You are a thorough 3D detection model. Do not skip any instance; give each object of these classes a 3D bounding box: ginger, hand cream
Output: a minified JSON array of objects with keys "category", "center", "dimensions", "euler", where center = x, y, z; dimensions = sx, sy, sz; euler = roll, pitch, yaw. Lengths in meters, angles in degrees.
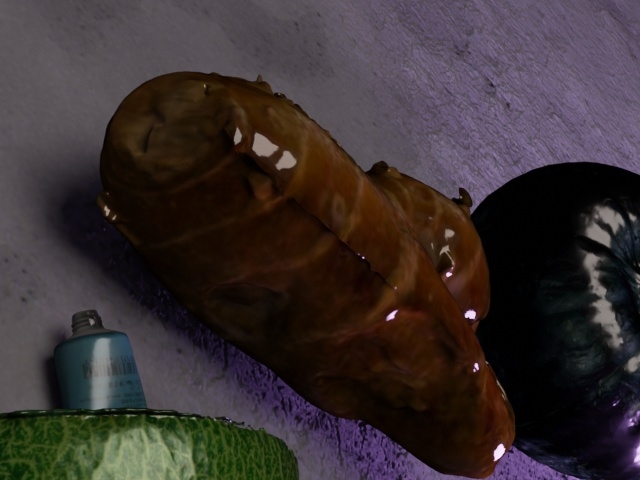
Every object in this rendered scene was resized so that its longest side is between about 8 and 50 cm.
[{"category":"ginger","center":[0.000,0.000,0.935],"dimensions":[0.418,0.176,0.254],"euler":[38,30,-30]},{"category":"hand cream","center":[-0.126,0.153,0.771],"dimensions":[0.083,0.048,0.224],"euler":[2,67,-51]}]

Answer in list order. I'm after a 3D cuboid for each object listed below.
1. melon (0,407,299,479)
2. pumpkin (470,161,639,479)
[{"category":"melon","center":[-0.120,0.176,0.588],"dimensions":[0.265,0.129,0.169],"euler":[1,69,-17]},{"category":"pumpkin","center":[0.257,0.081,1.146],"dimensions":[0.315,0.238,0.315],"euler":[14,61,-27]}]
